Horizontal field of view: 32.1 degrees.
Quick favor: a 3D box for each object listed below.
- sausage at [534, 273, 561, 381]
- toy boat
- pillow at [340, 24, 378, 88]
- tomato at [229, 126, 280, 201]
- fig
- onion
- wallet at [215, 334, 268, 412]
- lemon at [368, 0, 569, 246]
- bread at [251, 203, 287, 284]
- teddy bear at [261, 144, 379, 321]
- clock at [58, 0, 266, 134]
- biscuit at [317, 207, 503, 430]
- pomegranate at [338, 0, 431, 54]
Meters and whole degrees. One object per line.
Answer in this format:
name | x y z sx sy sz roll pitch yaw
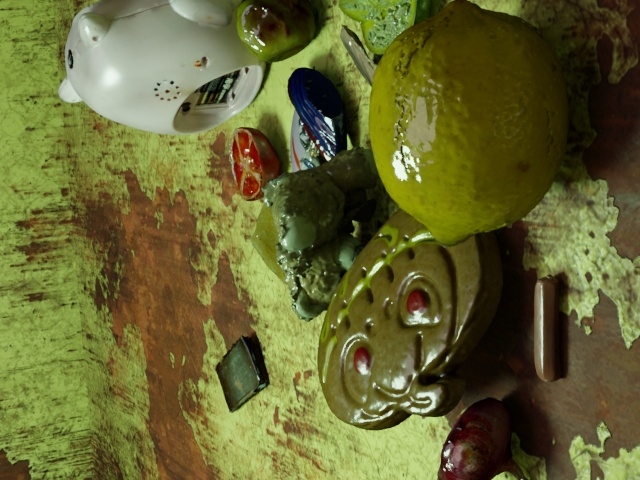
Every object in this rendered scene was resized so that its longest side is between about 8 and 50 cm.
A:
sausage | 0.301 0.116 1.476 0.035 0.030 0.147 12 107 61
toy boat | -0.024 -0.196 2.022 0.318 0.072 0.219 140 117 -70
pillow | 0.093 -0.246 1.729 0.211 0.034 0.135 59 -175 39
tomato | -0.121 -0.154 2.191 0.155 0.069 0.156 33 128 55
fig | -0.080 -0.383 1.981 0.154 0.144 0.166 46 164 26
onion | 0.243 0.308 1.567 0.140 0.150 0.150 30 130 17
wallet | -0.175 0.294 2.446 0.232 0.031 0.122 -48 59 59
lemon | 0.183 -0.145 1.400 0.258 0.258 0.310 18 108 61
bread | -0.052 -0.009 2.030 0.138 0.102 0.196 56 148 13
teddy bear | 0.000 0.000 1.833 0.156 0.267 0.256 5 122 38
clock | -0.302 -0.351 2.171 0.250 0.376 0.368 67 149 20
biscuit | 0.119 0.115 1.638 0.394 0.070 0.350 -55 33 26
pomegranate | 0.091 -0.368 1.658 0.169 0.122 0.143 43 159 -5
